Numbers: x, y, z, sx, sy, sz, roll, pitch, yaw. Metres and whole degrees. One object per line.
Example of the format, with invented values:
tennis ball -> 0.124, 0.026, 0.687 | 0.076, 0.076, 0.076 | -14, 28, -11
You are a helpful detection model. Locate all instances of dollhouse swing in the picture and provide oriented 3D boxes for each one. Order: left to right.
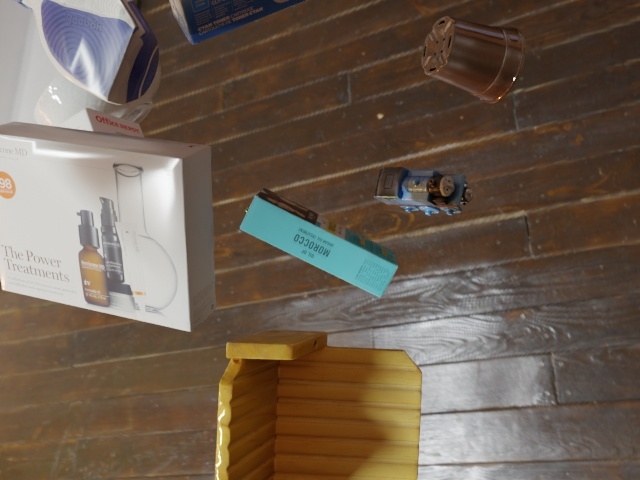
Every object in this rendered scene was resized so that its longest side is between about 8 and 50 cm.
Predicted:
dollhouse swing -> 0.013, 0.358, 1.183 | 0.305, 0.315, 0.347 | 3, 89, 17

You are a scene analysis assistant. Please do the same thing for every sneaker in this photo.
sneaker -> -0.290, -0.305, 0.812 | 0.315, 0.182, 0.127 | 42, 113, 17

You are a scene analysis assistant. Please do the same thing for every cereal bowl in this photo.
cereal bowl -> -0.523, -0.345, 1.581 | 0.339, 0.339, 0.141 | -40, 94, 7

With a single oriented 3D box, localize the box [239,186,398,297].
box -> 0.000, 0.000, 1.017 | 0.244, 0.100, 0.060 | 26, 102, -3

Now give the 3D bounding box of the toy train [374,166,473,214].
toy train -> 0.195, -0.095, 1.215 | 0.184, 0.105, 0.080 | 7, 81, 45

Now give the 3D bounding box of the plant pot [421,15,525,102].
plant pot -> 0.317, -0.395, 1.369 | 0.167, 0.165, 0.167 | -170, 90, -70

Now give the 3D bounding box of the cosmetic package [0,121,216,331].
cosmetic package -> -0.358, -0.029, 1.037 | 0.377, 0.097, 0.284 | 9, 111, 17

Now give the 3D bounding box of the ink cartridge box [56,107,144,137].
ink cartridge box -> -0.420, -0.134, 1.310 | 0.100, 0.172, 0.237 | -27, 79, 18

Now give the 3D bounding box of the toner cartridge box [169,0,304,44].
toner cartridge box -> -0.042, -0.404, 0.856 | 0.347, 0.165, 0.075 | -26, 63, -11

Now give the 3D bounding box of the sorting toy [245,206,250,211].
sorting toy -> -0.130, -0.054, 1.363 | 0.042, 0.102, 0.061 | -22, 58, -27
